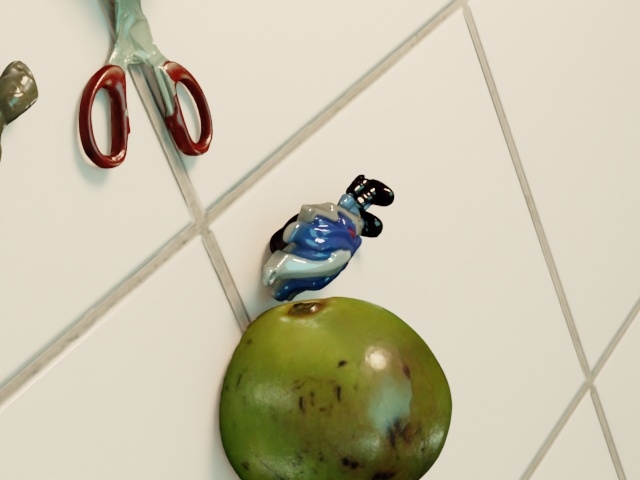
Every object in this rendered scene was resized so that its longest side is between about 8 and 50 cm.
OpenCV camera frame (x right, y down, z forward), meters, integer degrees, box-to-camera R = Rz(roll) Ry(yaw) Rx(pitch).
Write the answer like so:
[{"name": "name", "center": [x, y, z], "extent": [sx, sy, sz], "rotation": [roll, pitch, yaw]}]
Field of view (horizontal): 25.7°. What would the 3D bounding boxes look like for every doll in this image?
[{"name": "doll", "center": [0.000, 0.000, 1.247], "extent": [0.195, 0.070, 0.096], "rotation": [-33, 143, -52]}]

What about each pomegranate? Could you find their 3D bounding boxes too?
[{"name": "pomegranate", "center": [0.020, 0.165, 1.180], "extent": [0.190, 0.159, 0.241], "rotation": [37, 63, -43]}]

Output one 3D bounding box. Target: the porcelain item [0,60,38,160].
[{"name": "porcelain item", "center": [-0.252, -0.055, 0.932], "extent": [0.081, 0.069, 0.216], "rotation": [63, 38, -20]}]

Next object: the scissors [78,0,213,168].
[{"name": "scissors", "center": [-0.151, -0.184, 1.109], "extent": [0.144, 0.017, 0.248], "rotation": [-14, 96, -53]}]
